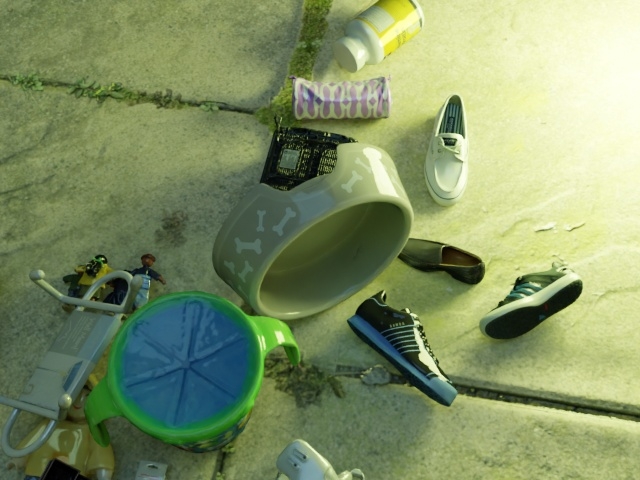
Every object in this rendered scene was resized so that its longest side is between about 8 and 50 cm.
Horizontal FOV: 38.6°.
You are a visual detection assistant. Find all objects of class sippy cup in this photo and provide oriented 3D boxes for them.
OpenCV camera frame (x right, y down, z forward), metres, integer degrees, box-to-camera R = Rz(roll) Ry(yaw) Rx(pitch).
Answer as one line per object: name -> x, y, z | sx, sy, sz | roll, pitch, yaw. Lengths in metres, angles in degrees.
sippy cup -> -0.198, 0.229, 1.442 | 0.306, 0.224, 0.240 | 9, 63, 6

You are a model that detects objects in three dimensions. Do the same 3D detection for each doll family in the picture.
doll family -> -0.368, 0.074, 1.619 | 0.193, 0.076, 0.111 | 10, 58, 1

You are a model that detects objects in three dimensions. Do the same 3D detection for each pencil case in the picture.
pencil case -> 0.043, -0.280, 1.787 | 0.206, 0.086, 0.088 | -2, 96, -1

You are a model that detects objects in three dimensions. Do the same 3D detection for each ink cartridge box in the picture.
ink cartridge box -> -0.274, 0.399, 1.462 | 0.048, 0.028, 0.083 | 8, 62, 5

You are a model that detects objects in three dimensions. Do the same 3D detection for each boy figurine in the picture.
boy figurine -> -0.406, 0.348, 1.460 | 0.177, 0.092, 0.285 | 14, 66, 11

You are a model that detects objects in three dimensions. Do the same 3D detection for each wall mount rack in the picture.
wall mount rack -> -0.393, 0.165, 1.417 | 0.304, 0.130, 0.350 | 3, 56, 39

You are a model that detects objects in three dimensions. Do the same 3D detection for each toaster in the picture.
toaster -> -0.020, -0.121, 1.691 | 0.168, 0.110, 0.185 | 10, 63, 6

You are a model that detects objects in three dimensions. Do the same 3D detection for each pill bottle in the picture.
pill bottle -> 0.115, -0.422, 1.854 | 0.184, 0.103, 0.103 | -40, 68, -18

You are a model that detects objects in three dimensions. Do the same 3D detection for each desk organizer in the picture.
desk organizer -> -0.360, 0.380, 1.383 | 0.130, 0.050, 0.047 | 30, 61, -11

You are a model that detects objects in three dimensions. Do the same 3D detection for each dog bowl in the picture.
dog bowl -> 0.000, 0.000, 1.504 | 0.349, 0.348, 0.102 | -27, 60, -13

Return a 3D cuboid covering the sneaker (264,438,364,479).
sneaker -> -0.109, 0.408, 1.399 | 0.366, 0.137, 0.210 | 14, 62, 3

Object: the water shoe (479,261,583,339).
water shoe -> 0.358, 0.107, 1.597 | 0.203, 0.072, 0.080 | -23, 37, -11

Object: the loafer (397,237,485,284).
loafer -> 0.215, 0.025, 1.635 | 0.170, 0.061, 0.062 | 14, 64, 10

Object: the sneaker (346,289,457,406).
sneaker -> 0.154, 0.177, 1.544 | 0.232, 0.081, 0.090 | 41, 77, 21

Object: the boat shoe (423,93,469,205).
boat shoe -> 0.239, -0.178, 1.736 | 0.083, 0.075, 0.226 | 1, 62, 2
